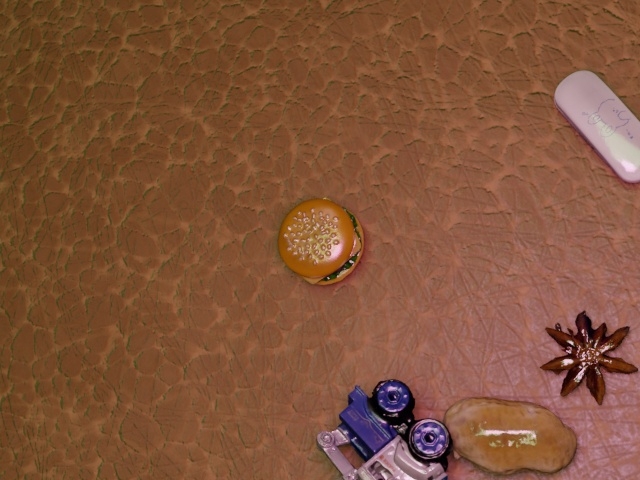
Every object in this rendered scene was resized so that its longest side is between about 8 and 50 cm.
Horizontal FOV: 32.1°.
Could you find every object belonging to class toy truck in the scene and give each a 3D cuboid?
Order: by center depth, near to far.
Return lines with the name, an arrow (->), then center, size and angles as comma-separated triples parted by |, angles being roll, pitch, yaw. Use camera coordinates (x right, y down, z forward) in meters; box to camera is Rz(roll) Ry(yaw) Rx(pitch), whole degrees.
toy truck -> 0.111, 0.351, 1.869 | 0.177, 0.161, 0.213 | -37, 65, -17

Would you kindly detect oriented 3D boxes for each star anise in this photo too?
star anise -> 0.456, 0.198, 1.889 | 0.167, 0.057, 0.168 | -4, 75, 16

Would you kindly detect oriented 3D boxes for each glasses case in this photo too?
glasses case -> 0.508, -0.202, 1.966 | 0.092, 0.059, 0.233 | -37, 69, 6

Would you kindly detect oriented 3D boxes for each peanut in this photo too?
peanut -> 0.315, 0.329, 1.863 | 0.224, 0.129, 0.129 | 3, 78, 16

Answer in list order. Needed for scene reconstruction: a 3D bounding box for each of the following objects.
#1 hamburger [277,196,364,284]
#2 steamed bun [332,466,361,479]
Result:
hamburger -> 0.000, 0.000, 2.032 | 0.162, 0.115, 0.162 | -4, 75, 16
steamed bun -> 0.056, 0.483, 1.910 | 0.182, 0.106, 0.183 | -4, 76, 17
